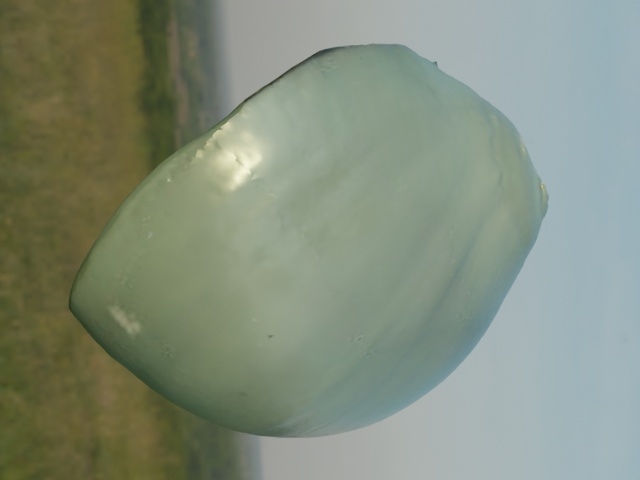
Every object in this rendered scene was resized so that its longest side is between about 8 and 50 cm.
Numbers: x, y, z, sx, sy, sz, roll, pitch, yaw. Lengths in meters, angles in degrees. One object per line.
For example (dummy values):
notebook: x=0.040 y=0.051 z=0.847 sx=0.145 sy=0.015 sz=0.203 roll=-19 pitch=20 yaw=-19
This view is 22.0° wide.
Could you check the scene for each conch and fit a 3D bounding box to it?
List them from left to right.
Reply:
conch: x=0.005 y=0.002 z=0.685 sx=0.121 sy=0.221 sz=0.185 roll=28 pitch=-58 yaw=35
